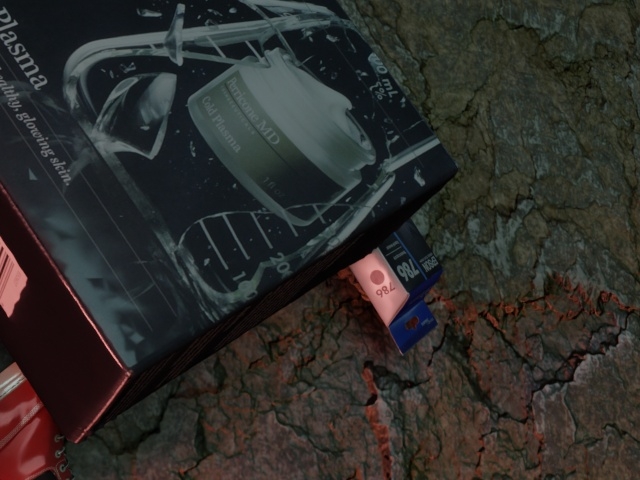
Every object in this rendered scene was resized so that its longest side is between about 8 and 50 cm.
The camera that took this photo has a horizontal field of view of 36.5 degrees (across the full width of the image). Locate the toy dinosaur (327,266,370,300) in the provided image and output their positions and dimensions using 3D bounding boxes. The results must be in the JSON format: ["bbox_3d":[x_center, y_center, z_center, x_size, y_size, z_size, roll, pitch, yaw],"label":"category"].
[{"bbox_3d":[0.000,0.000,1.404,0.118,0.064,0.268,-28,87,-49],"label":"toy dinosaur"}]

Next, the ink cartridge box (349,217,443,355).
[{"bbox_3d":[0.081,-0.009,1.406,0.333,0.065,0.165,58,27,2],"label":"ink cartridge box"}]

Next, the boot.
[{"bbox_3d":[-0.310,0.212,1.156,0.244,0.088,0.176,-41,95,-26],"label":"boot"}]

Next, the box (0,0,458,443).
[{"bbox_3d":[-0.193,-0.114,1.119,0.471,0.297,0.480,-32,83,-34],"label":"box"}]
